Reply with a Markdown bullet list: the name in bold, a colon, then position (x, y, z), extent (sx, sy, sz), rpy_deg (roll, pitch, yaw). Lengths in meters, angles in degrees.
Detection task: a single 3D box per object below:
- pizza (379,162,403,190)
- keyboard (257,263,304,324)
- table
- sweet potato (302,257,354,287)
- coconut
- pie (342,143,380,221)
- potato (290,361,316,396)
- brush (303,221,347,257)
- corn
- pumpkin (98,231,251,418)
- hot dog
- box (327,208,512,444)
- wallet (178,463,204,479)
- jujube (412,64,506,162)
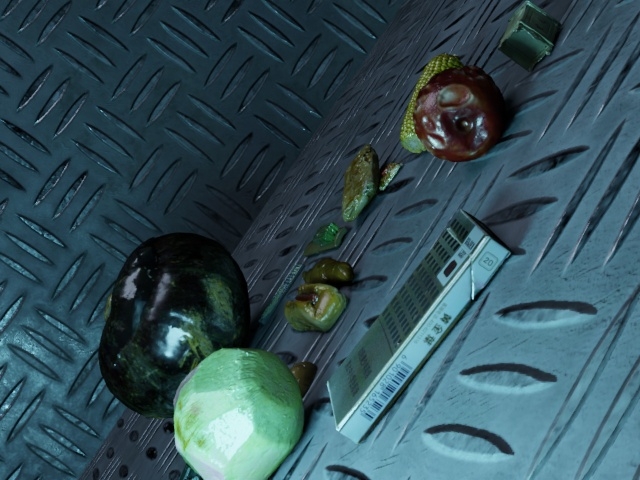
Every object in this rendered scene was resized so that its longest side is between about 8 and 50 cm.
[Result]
- **pizza**: position (0.153, -0.154, 2.232), extent (0.078, 0.025, 0.083), rpy_deg (-47, 11, 46)
- **keyboard**: position (-0.096, 0.130, 2.483), extent (0.176, 0.014, 0.055), rpy_deg (-56, 13, -10)
- **table**: position (0.362, -0.353, 1.770), extent (0.062, 0.079, 0.083), rpy_deg (-44, 15, 53)
- **sweet potato**: position (0.014, 0.069, 2.032), extent (0.067, 0.067, 0.274), rpy_deg (-57, 12, -14)
- **coconut**: position (-0.138, 0.285, 1.613), extent (0.236, 0.236, 0.204), rpy_deg (-51, -24, 19)
- **pie**: position (0.093, -0.129, 2.300), extent (0.128, 0.068, 0.282), rpy_deg (-56, 8, 22)
- **potato**: position (-0.031, 0.230, 1.768), extent (0.036, 0.037, 0.093), rpy_deg (-43, 13, 29)
- **brush**: position (0.000, 0.000, 2.388), extent (0.054, 0.048, 0.282), rpy_deg (-56, 8, -13)
- **corn**: position (0.233, -0.290, 2.138), extent (0.091, 0.091, 0.260), rpy_deg (-46, 14, 53)
- **pumpkin**: position (-0.344, 0.202, 2.439), extent (0.454, 0.344, 0.454), rpy_deg (-163, 90, -79)
- **hot dog**: position (-0.018, 0.125, 1.963), extent (0.084, 0.073, 0.242), rpy_deg (-51, 9, -12)
- **box**: position (0.126, 0.111, 1.394), extent (0.325, 0.047, 0.180), rpy_deg (-52, 10, 8)
- **wallet**: position (-0.215, 0.450, 1.851), extent (0.236, 0.055, 0.160), rpy_deg (-35, 28, 60)
- **jujube**: position (0.238, -0.221, 1.730), extent (0.155, 0.155, 0.230), rpy_deg (-50, 2, 23)
